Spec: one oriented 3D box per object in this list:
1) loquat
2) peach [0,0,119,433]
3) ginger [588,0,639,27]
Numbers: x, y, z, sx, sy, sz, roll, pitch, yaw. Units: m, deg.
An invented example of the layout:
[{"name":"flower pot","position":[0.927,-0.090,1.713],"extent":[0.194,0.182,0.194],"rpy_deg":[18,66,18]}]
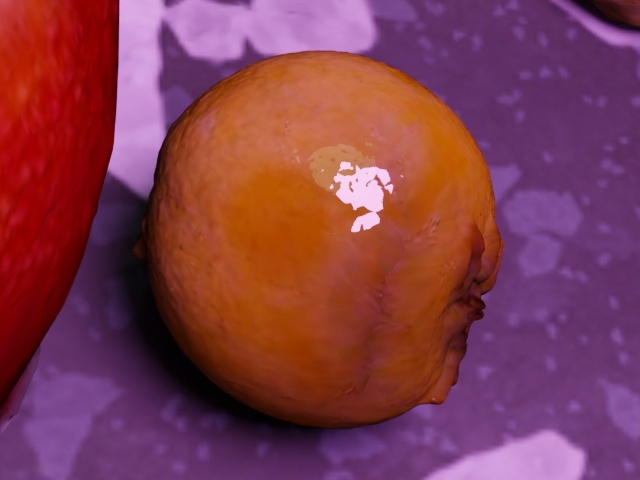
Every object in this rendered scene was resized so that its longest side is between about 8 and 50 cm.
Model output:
[{"name":"loquat","position":[0.000,0.000,0.676],"extent":[0.141,0.141,0.141],"rpy_deg":[7,60,-12]},{"name":"peach","position":[-0.222,-0.037,0.517],"extent":[0.310,0.406,0.335],"rpy_deg":[47,45,-19]},{"name":"ginger","position":[0.101,-0.253,0.827],"extent":[0.321,0.172,0.165],"rpy_deg":[49,23,15]}]
